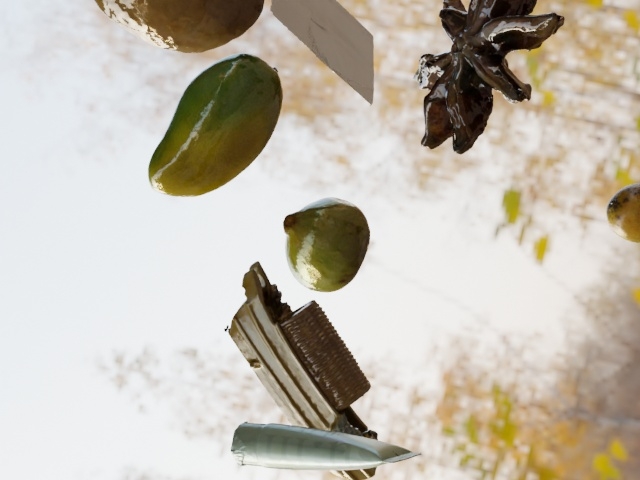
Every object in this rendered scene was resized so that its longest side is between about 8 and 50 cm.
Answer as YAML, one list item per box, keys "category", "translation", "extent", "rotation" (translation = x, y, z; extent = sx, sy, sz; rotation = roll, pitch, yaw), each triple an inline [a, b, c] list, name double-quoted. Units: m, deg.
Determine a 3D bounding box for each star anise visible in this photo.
- category: "star anise"
  translation: [0.203, -0.238, 2.019]
  extent: [0.288, 0.088, 0.288]
  rotation: [-33, 48, 46]

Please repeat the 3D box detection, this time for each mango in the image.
- category: "mango"
  translation: [-0.117, -0.129, 1.837]
  extent: [0.122, 0.085, 0.191]
  rotation: [10, -58, -51]
- category: "mango"
  translation: [0.427, -0.037, 2.095]
  extent: [0.057, 0.114, 0.078]
  rotation: [-174, 81, -77]

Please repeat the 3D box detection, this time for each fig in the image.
- category: "fig"
  translation: [0.011, 0.003, 2.292]
  extent: [0.153, 0.121, 0.136]
  rotation: [84, -168, -55]

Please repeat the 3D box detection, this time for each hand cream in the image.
- category: "hand cream"
  translation: [0.002, 0.227, 1.739]
  extent: [0.078, 0.205, 0.049]
  rotation: [4, -92, -62]

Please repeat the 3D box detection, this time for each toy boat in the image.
- category: "toy boat"
  translation: [-0.011, 0.166, 2.055]
  extent: [0.115, 0.310, 0.089]
  rotation: [-35, 1, 14]

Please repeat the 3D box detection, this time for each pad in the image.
- category: "pad"
  translation: [0.005, -0.308, 2.290]
  extent: [0.232, 0.004, 0.156]
  rotation: [39, -142, -35]

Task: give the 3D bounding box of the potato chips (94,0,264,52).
- category: "potato chips"
  translation: [-0.132, -0.250, 1.337]
  extent: [0.201, 0.150, 0.049]
  rotation: [64, 173, -10]
